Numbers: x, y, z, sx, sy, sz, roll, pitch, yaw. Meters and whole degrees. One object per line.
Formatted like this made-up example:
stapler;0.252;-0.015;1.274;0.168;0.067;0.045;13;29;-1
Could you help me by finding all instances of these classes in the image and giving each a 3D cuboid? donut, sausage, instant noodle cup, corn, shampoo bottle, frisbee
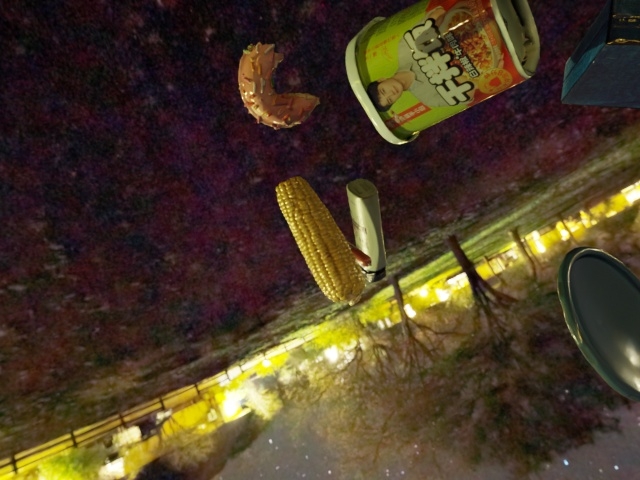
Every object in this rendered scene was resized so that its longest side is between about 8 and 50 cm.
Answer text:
donut;-0.081;-0.260;0.769;0.166;0.065;0.117;31;87;-33
sausage;0.052;0.009;1.038;0.029;0.223;0.030;-18;125;-29
instant noodle cup;0.260;-0.386;0.897;0.307;0.294;0.293;-12;180;43
corn;0.000;0.000;0.621;0.067;0.207;0.067;-27;167;-7
shampoo bottle;0.157;-0.013;1.365;0.078;0.134;0.360;-24;130;-13
frisbee;0.529;0.149;0.785;0.289;0.290;0.049;-17;164;-34

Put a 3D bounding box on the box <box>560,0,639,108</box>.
box;0.685;-0.371;0.876;0.278;0.117;0.261;10;174;13
